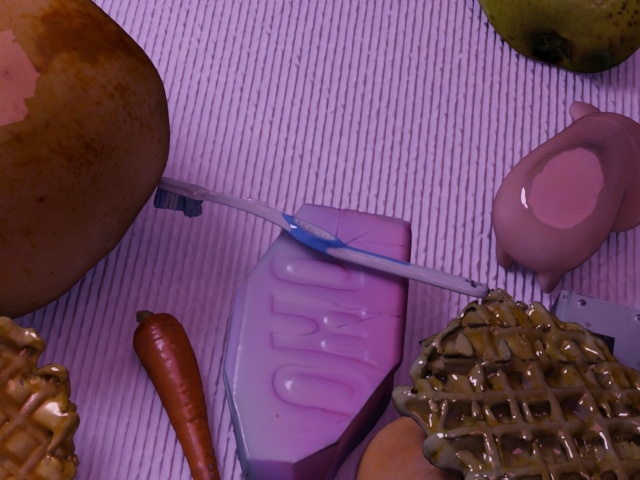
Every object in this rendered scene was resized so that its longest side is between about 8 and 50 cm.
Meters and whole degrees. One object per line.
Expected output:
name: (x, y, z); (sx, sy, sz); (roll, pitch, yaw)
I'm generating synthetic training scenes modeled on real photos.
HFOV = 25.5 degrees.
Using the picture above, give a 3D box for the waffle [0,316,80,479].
waffle: (-0.367, 0.212, 1.391); (0.262, 0.281, 0.060); (-4, 14, -21)

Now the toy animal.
toy animal: (0.308, -0.064, 1.689); (0.166, 0.154, 0.250); (33, 57, 22)

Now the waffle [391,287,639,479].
waffle: (0.236, 0.175, 1.463); (0.297, 0.073, 0.317); (37, 42, 10)

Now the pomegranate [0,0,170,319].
pomegranate: (-0.361, -0.104, 1.495); (0.416, 0.417, 0.417); (4, 58, -6)

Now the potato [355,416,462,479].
potato: (0.110, 0.283, 1.444); (0.150, 0.146, 0.234); (-11, 58, -3)

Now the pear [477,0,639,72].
pear: (0.314, -0.344, 1.860); (0.238, 0.164, 0.255); (3, 59, -9)

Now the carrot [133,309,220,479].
carrot: (-0.145, 0.182, 1.529); (0.061, 0.061, 0.257); (-17, 66, -18)

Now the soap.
soap: (-0.008, 0.122, 1.555); (0.192, 0.109, 0.324); (9, 58, -2)

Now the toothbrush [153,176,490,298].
toothbrush: (0.001, -0.004, 1.547); (0.386, 0.040, 0.040); (16, 58, 4)

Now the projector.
projector: (0.314, 0.137, 1.620); (0.115, 0.061, 0.147); (14, 57, 2)
